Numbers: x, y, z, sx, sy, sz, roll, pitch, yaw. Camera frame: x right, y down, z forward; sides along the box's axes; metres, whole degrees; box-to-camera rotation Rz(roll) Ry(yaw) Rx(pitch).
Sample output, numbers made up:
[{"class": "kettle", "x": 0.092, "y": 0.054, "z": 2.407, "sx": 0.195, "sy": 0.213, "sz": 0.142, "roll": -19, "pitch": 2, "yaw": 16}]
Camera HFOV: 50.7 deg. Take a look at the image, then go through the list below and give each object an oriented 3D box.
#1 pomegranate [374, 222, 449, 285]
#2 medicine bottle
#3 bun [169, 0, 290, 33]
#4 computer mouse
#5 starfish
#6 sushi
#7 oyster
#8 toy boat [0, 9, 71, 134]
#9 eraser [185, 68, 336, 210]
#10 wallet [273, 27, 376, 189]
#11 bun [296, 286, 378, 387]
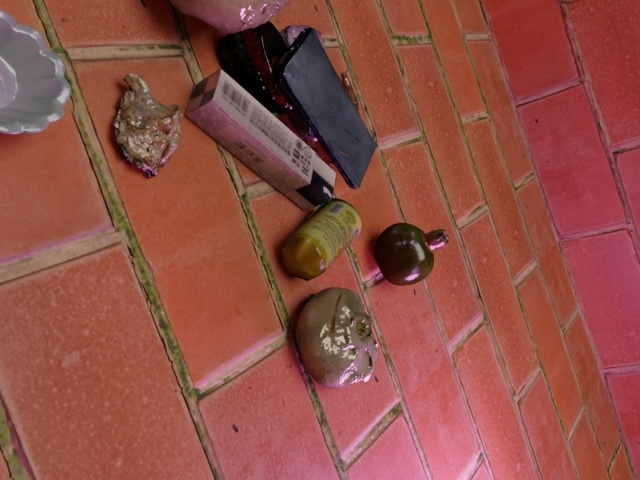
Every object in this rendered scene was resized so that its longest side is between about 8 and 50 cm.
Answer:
[{"class": "pomegranate", "x": 0.253, "y": 0.030, "z": 1.844, "sx": 0.180, "sy": 0.210, "sz": 0.180, "roll": 51, "pitch": 27, "yaw": -39}, {"class": "medicine bottle", "x": 0.000, "y": 0.000, "z": 1.598, "sx": 0.239, "sy": 0.124, "sz": 0.124, "roll": -44, "pitch": 112, "yaw": -50}, {"class": "bun", "x": -0.207, "y": -0.589, "z": 1.441, "sx": 0.326, "sy": 0.234, "sz": 0.362, "roll": 8, "pitch": 59, "yaw": -16}, {"class": "computer mouse", "x": -0.029, "y": -0.398, "z": 1.734, "sx": 0.158, "sy": 0.072, "sz": 0.310, "roll": -9, "pitch": 84, "yaw": -39}, {"class": "starfish", "x": 0.059, "y": -0.335, "z": 1.855, "sx": 0.299, "sy": 0.060, "sz": 0.302, "roll": 57, "pitch": 40, "yaw": -25}, {"class": "sushi", "x": -0.138, "y": -0.394, "z": 1.569, "sx": 0.136, "sy": 0.126, "sz": 0.225, "roll": -51, "pitch": 124, "yaw": -50}, {"class": "oyster", "x": -0.329, "y": -0.225, "z": 1.285, "sx": 0.163, "sy": 0.081, "sz": 0.191, "roll": -43, "pitch": 108, "yaw": -46}, {"class": "toy boat", "x": -0.527, "y": -0.252, "z": 1.011, "sx": 0.290, "sy": 0.100, "sz": 0.199, "roll": 12, "pitch": 67, "yaw": -52}, {"class": "eraser", "x": -0.123, "y": -0.217, "z": 1.537, "sx": 0.404, "sy": 0.096, "sz": 0.098, "roll": 39, "pitch": 47, "yaw": -39}, {"class": "wallet", "x": 0.022, "y": -0.313, "z": 1.638, "sx": 0.379, "sy": 0.046, "sz": 0.190, "roll": 55, "pitch": 44, "yaw": -35}, {"class": "bun", "x": 0.048, "y": 0.225, "z": 1.551, "sx": 0.239, "sy": 0.141, "sz": 0.239, "roll": 30, "pitch": 52, "yaw": -47}]
